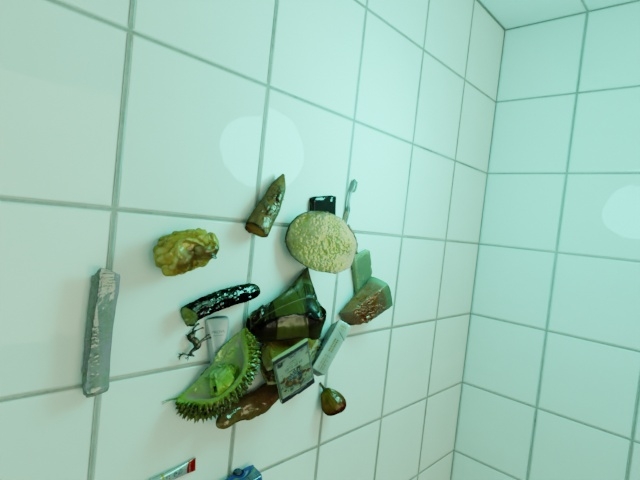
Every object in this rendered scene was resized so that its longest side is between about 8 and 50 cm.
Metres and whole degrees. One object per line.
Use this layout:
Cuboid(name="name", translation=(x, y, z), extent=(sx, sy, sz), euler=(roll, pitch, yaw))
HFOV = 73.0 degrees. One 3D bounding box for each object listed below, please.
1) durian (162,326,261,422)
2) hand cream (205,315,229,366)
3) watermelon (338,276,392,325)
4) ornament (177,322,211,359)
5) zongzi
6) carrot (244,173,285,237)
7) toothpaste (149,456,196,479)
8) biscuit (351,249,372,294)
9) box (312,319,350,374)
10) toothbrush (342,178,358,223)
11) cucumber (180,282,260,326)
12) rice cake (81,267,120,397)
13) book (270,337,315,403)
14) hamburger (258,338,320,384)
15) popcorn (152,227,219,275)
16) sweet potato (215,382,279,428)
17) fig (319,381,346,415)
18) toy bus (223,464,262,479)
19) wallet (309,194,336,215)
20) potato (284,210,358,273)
Cuboid(name="durian", translation=(-0.330, 0.477, 1.464), extent=(0.355, 0.169, 0.157), euler=(-43, 168, -15))
Cuboid(name="hand cream", translation=(-0.353, 0.385, 1.503), extent=(0.080, 0.048, 0.254), euler=(-4, 101, -23))
Cuboid(name="watermelon", translation=(0.204, 0.314, 2.027), extent=(0.257, 0.140, 0.192), euler=(-28, 121, -26))
Cuboid(name="ornament", translation=(-0.426, 0.341, 1.429), extent=(0.125, 0.028, 0.073), euler=(-45, 105, -25))
Cuboid(name="zongzi", translation=(-0.151, 0.236, 1.677), extent=(0.290, 0.317, 0.154), euler=(0, 135, -18))
Cuboid(name="carrot", translation=(-0.185, -0.138, 1.585), extent=(0.102, 0.102, 0.262), euler=(44, 58, -41))
Cuboid(name="toothpaste", translation=(-0.494, 0.776, 1.429), extent=(0.191, 0.031, 0.047), euler=(-1, 93, -49))
Cuboid(name="biscuit", translation=(0.201, 0.153, 2.066), extent=(0.121, 0.041, 0.199), euler=(-24, 114, -40))
Cuboid(name="box", translation=(0.033, 0.462, 1.856), extent=(0.067, 0.149, 0.233), euler=(33, 67, -3))
Cuboid(name="toothbrush", translation=(0.112, -0.097, 1.942), extent=(0.037, 0.028, 0.374), euler=(25, 77, -53))
Cuboid(name="cucumber", translation=(-0.330, 0.202, 1.484), extent=(0.304, 0.072, 0.081), euler=(-22, 109, -44))
Cuboid(name="rice cake", translation=(-0.613, 0.253, 1.200), extent=(0.073, 0.056, 0.364), euler=(3, 93, -47))
Cuboid(name="book", translation=(-0.095, 0.485, 1.593), extent=(0.158, 0.026, 0.230), euler=(-26, 127, -28))
Cuboid(name="hamburger", translation=(-0.125, 0.450, 1.680), extent=(0.282, 0.246, 0.155), euler=(-77, -172, -69))
Cuboid(name="popcorn", translation=(-0.410, 0.029, 1.331), extent=(0.194, 0.163, 0.140), euler=(-23, 95, -9))
Cuboid(name="sweet potato", translation=(-0.247, 0.612, 1.623), extent=(0.355, 0.095, 0.106), euler=(-18, 153, -42))
Cuboid(name="fig", translation=(0.048, 0.715, 1.960), extent=(0.119, 0.119, 0.152), euler=(7, 48, -47))
Cuboid(name="toy bus", translation=(-0.325, 0.913, 1.581), extent=(0.237, 0.094, 0.079), euler=(-9, 103, -46))
Cuboid(name="wallet", translation=(0.013, -0.066, 1.832), extent=(0.149, 0.044, 0.249), euler=(-6, 101, -43))
Cuboid(name="potato", translation=(0.000, 0.000, 1.738), extent=(0.300, 0.116, 0.238), euler=(20, 92, -15))
